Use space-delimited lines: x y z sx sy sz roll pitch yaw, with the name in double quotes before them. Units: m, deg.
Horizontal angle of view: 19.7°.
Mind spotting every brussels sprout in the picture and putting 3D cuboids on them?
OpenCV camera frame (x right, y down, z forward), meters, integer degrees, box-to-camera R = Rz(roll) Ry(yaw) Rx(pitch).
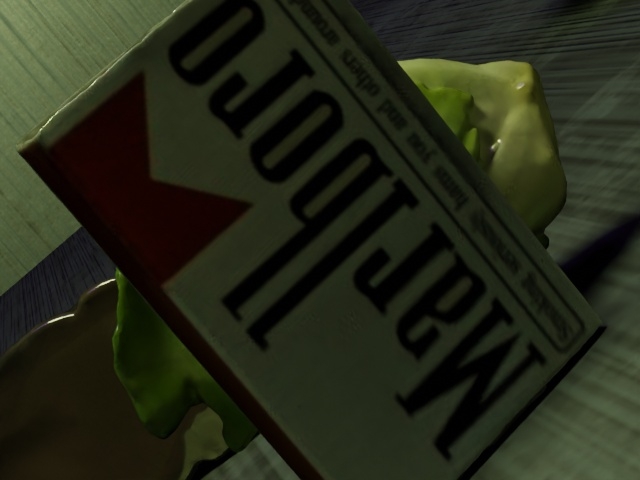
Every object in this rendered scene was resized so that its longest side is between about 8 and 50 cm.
"brussels sprout" 0.011 0.004 0.688 0.181 0.139 0.100 -26 37 13

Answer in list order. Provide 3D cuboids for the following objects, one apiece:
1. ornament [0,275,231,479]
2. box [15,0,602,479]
"ornament" -0.122 0.085 0.974 0.251 0.106 0.260 -37 5 10
"box" 0.000 0.000 0.607 0.115 0.177 0.036 -42 9 -20
